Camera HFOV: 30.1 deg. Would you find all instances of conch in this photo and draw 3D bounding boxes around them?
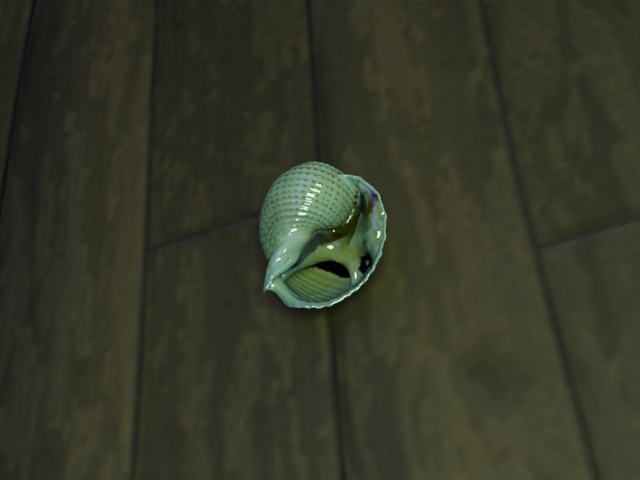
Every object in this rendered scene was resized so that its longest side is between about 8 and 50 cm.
[{"bbox_3d":[0.001,0.000,0.656,0.076,0.056,0.085,16,80,16],"label":"conch"}]
